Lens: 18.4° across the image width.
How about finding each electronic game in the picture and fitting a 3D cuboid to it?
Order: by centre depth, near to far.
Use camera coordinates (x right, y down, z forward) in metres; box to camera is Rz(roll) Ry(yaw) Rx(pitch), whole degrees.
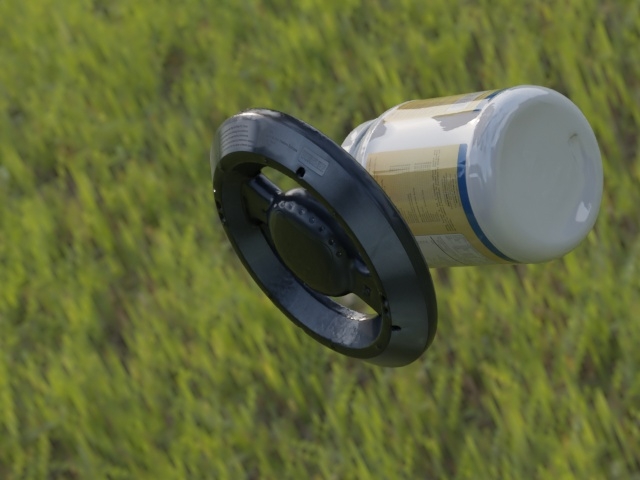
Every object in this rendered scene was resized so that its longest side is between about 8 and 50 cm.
[{"bbox_3d":[0.000,0.000,1.478,0.048,0.229,0.229,-39,32,-26],"label":"electronic game"}]

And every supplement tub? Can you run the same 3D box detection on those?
[{"bbox_3d":[0.119,-0.050,1.640,0.199,0.144,0.144,-3,35,51],"label":"supplement tub"}]
